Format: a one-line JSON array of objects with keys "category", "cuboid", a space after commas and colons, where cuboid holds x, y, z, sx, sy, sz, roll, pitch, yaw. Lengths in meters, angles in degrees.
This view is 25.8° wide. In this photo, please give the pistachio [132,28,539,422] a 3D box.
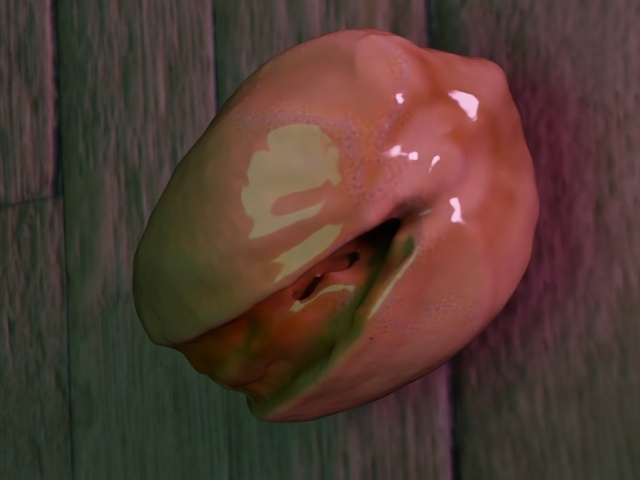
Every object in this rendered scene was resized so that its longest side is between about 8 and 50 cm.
[{"category": "pistachio", "cuboid": [0.000, 0.000, 0.638, 0.229, 0.157, 0.157, -43, 59, 44]}]
